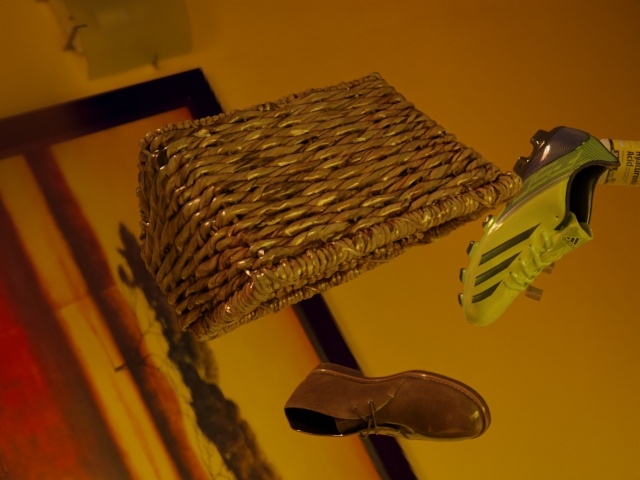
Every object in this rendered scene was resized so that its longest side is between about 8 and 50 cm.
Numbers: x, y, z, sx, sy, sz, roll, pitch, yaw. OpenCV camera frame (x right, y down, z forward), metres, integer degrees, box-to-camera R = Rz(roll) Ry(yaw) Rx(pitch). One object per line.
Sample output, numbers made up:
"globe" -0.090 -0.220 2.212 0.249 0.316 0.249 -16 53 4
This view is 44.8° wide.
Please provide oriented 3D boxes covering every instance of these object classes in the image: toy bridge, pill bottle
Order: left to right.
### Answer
"toy bridge" 0.448 0.047 1.596 0.063 0.026 0.188 21 -48 13
"pill bottle" 0.447 -0.107 1.084 0.116 0.065 0.065 4 -59 7

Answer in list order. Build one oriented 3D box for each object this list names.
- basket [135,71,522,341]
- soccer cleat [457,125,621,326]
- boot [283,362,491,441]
"basket" 0.000 0.000 0.756 0.223 0.299 0.213 45 -39 33
"soccer cleat" 0.272 -0.003 0.984 0.121 0.093 0.289 34 -70 30
"boot" 0.085 0.248 1.096 0.305 0.115 0.112 -1 -72 34
